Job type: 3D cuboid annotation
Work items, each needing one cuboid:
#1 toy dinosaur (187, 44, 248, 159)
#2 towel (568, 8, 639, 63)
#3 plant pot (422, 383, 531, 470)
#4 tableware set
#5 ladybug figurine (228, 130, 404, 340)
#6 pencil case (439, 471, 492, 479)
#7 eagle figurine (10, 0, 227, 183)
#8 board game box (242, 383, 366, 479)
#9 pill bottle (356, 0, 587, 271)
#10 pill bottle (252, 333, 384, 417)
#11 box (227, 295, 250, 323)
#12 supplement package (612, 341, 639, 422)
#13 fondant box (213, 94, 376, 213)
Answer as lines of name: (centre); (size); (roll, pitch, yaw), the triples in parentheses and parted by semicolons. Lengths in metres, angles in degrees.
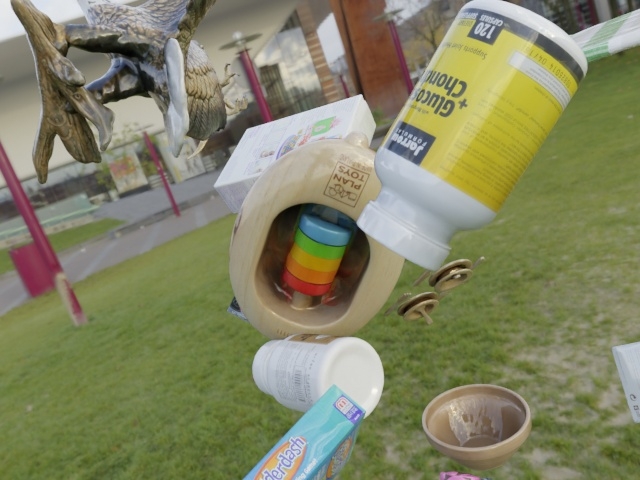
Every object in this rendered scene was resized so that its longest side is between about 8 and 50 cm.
toy dinosaur: (-0.169, -0.219, 0.896); (0.092, 0.183, 0.053); (0, 0, 13)
towel: (0.369, -0.261, 0.759); (0.325, 0.038, 0.248); (-11, 20, 41)
plant pot: (0.355, 0.436, 1.256); (0.237, 0.110, 0.237); (-13, 16, 4)
tableware set: (0.218, 0.103, 1.043); (0.128, 0.039, 0.194); (-3, -35, -33)
ladybug figurine: (0.000, 0.000, 1.016); (0.305, 0.449, 0.162); (24, 32, -2)
pencil case: (0.264, 0.542, 1.027); (0.095, 0.098, 0.209); (-20, 51, 51)
eagle figurine: (-0.161, -0.210, 0.569); (0.226, 0.225, 0.298); (-12, 21, 43)
board game box: (-0.044, 0.263, 0.567); (0.047, 0.160, 0.210); (37, 57, 22)
pill bottle: (0.105, -0.073, 0.419); (0.184, 0.103, 0.103); (-60, 8, 9)
pill bottle: (-0.015, 0.223, 0.937); (0.131, 0.131, 0.229); (-28, 12, -35)
box: (-0.062, 0.134, 1.296); (0.142, 0.247, 0.163); (-59, 3, 44)
supplement package: (0.493, 0.166, 0.706); (0.105, 0.105, 0.179); (1, -19, -31)
fondant box: (-0.056, -0.197, 1.290); (0.330, 0.096, 0.238); (-11, 40, 29)
